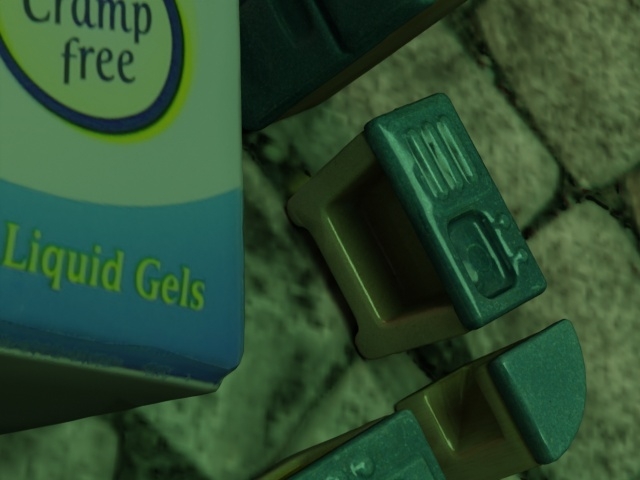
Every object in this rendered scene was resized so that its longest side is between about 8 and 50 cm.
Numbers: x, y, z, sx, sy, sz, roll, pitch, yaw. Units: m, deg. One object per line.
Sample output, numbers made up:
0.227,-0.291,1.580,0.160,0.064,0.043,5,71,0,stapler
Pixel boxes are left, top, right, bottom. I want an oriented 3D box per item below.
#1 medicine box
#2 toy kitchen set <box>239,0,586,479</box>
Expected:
-0.159,-0.110,0.406,0.263,0.149,0.289,16,67,-49,medicine box
0.000,0.000,0.545,0.166,0.122,0.207,-26,86,-39,toy kitchen set
